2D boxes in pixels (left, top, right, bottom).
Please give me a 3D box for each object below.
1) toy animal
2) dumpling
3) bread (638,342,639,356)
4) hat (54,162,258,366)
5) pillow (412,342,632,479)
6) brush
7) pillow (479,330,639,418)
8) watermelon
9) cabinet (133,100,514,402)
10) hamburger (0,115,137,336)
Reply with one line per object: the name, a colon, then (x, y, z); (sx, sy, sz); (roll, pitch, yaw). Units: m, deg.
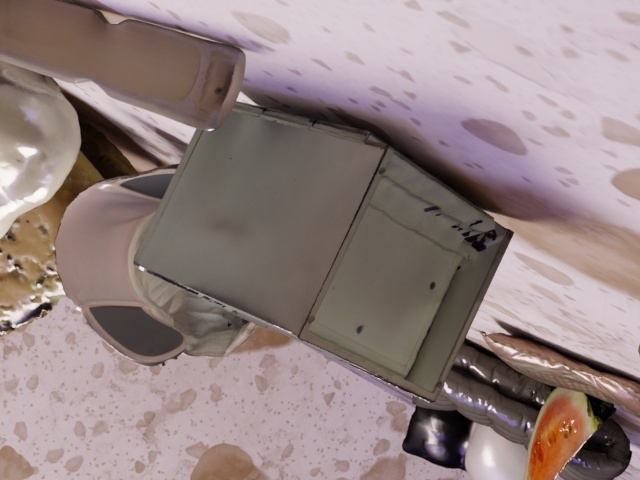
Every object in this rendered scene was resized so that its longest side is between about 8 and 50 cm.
toy animal: (0.271, 0.314, 1.813); (0.235, 0.165, 0.187); (23, 172, 23)
dumpling: (-0.380, -0.108, 1.179); (0.187, 0.243, 0.318); (-3, -154, -43)
bread: (0.280, 0.101, 0.829); (0.110, 0.060, 0.066); (34, -160, -27)
hat: (-0.175, 0.020, 1.301); (0.275, 0.232, 0.161); (12, -175, -37)
pillow: (0.271, 0.238, 1.577); (0.326, 0.101, 0.228); (25, 170, 15)
brush: (-0.163, -0.140, 0.852); (0.321, 0.060, 0.050); (22, -178, 41)
pillow: (0.277, 0.149, 1.224); (0.211, 0.034, 0.135); (20, 166, 41)
watermelon: (0.293, 0.244, 1.369); (0.063, 0.119, 0.245); (27, 143, 3)
cabinet: (0.000, 0.000, 0.816); (0.145, 0.150, 0.206); (30, 173, -41)
hamburger: (-0.395, -0.042, 1.412); (0.277, 0.318, 0.195); (58, -157, -7)
